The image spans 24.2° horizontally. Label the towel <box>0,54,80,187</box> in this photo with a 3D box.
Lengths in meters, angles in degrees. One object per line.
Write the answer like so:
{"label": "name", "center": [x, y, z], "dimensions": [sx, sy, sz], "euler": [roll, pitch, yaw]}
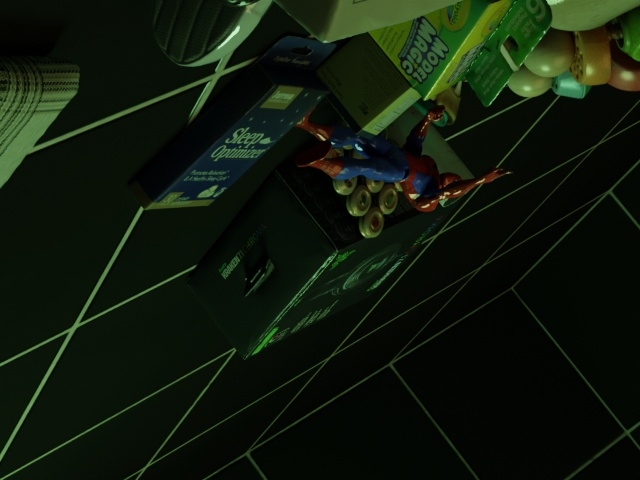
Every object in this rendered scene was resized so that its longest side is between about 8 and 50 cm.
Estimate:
{"label": "towel", "center": [-0.353, -0.012, 1.049], "dimensions": [0.324, 0.056, 0.312], "euler": [-42, 167, 24]}

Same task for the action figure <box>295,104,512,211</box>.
{"label": "action figure", "center": [0.101, -0.104, 1.660], "dimensions": [0.139, 0.091, 0.280], "euler": [-29, 153, 28]}

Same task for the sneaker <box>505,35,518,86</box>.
{"label": "sneaker", "center": [0.297, -0.274, 1.834], "dimensions": [0.229, 0.086, 0.132], "euler": [-44, 168, 23]}

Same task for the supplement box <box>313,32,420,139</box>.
{"label": "supplement box", "center": [0.051, -0.164, 1.548], "dimensions": [0.083, 0.083, 0.056], "euler": [-41, 166, 12]}

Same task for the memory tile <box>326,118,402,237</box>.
{"label": "memory tile", "center": [0.055, -0.086, 1.728], "dimensions": [0.113, 0.012, 0.148], "euler": [-56, 133, -27]}

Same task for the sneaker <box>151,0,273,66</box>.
{"label": "sneaker", "center": [-0.032, -0.223, 1.077], "dimensions": [0.091, 0.094, 0.258], "euler": [-17, 156, -47]}

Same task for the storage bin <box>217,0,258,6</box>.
{"label": "storage bin", "center": [-0.060, -0.229, 0.781], "dimensions": [0.122, 0.180, 0.084], "euler": [-38, 168, 3]}

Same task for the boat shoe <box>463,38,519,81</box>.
{"label": "boat shoe", "center": [0.123, -0.215, 1.509], "dimensions": [0.097, 0.116, 0.324], "euler": [-32, 168, 13]}

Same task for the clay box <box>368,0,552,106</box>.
{"label": "clay box", "center": [0.068, -0.207, 1.119], "dimensions": [0.053, 0.222, 0.127], "euler": [-29, 165, -32]}

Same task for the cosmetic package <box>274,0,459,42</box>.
{"label": "cosmetic package", "center": [0.051, -0.280, 0.864], "dimensions": [0.153, 0.129, 0.296], "euler": [-24, 147, -40]}

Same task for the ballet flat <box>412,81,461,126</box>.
{"label": "ballet flat", "center": [0.133, -0.187, 1.719], "dimensions": [0.073, 0.080, 0.232], "euler": [-51, 168, 2]}

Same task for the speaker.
{"label": "speaker", "center": [0.133, -0.109, 1.850], "dimensions": [0.055, 0.136, 0.055], "euler": [-36, 168, -9]}

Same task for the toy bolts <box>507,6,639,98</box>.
{"label": "toy bolts", "center": [0.281, -0.250, 1.675], "dimensions": [0.159, 0.218, 0.228], "euler": [-14, 161, -2]}

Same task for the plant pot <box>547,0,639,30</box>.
{"label": "plant pot", "center": [0.250, -0.320, 1.093], "dimensions": [0.334, 0.333, 0.305], "euler": [-24, 172, -47]}

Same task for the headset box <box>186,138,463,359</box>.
{"label": "headset box", "center": [0.000, 0.000, 1.889], "dimensions": [0.283, 0.131, 0.246], "euler": [-23, 160, -47]}

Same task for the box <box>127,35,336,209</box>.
{"label": "box", "center": [-0.077, -0.114, 1.489], "dimensions": [0.225, 0.036, 0.136], "euler": [-43, 166, 20]}
